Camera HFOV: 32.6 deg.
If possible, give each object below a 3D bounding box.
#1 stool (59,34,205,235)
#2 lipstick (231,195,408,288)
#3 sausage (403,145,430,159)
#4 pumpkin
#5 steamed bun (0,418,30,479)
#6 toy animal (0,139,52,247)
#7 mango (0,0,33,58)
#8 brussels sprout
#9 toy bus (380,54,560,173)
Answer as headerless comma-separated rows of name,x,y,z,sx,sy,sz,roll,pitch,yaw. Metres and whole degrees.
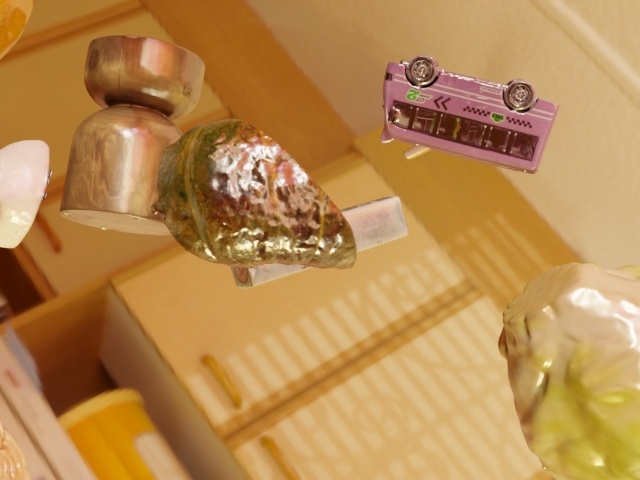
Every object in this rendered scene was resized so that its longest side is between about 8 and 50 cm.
stool,-0.279,-0.150,1.631,0.179,0.179,0.264,-9,-110,60
lipstick,0.000,0.000,1.685,0.077,0.289,0.076,-12,-86,62
sausage,0.140,-0.122,1.379,0.100,0.015,0.015,-24,-86,45
pumpkin,-0.084,-0.027,1.365,0.278,0.163,0.111,48,-23,-7
steamed bun,-0.533,0.290,1.379,0.289,0.203,0.276,43,29,-37
toy animal,-0.338,-0.059,0.892,0.104,0.221,0.131,-6,-113,53
mango,-0.523,-0.290,1.503,0.152,0.287,0.201,42,14,-49
brussels sprout,0.340,0.146,1.140,0.274,0.242,0.316,-3,-50,32
toy bus,0.148,-0.129,1.121,0.178,0.087,0.098,16,-78,6
